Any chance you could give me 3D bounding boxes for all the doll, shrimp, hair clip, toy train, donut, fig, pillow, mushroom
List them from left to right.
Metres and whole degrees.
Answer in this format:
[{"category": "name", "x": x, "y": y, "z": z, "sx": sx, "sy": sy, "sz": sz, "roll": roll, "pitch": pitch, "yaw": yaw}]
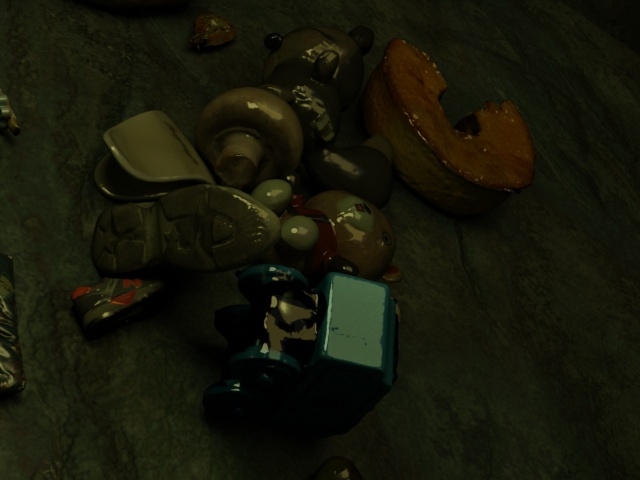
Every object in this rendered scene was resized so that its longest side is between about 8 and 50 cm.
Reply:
[{"category": "pillow", "x": -0.504, "y": 0.100, "z": 1.509, "sx": 0.188, "sy": 0.034, "sz": 0.256, "roll": 13, "pitch": 45, "yaw": -33}, {"category": "hair clip", "x": -0.546, "y": -0.256, "z": 1.817, "sx": 0.056, "sy": 0.062, "sz": 0.214, "roll": -4, "pitch": 54, "yaw": -31}, {"category": "hair clip", "x": -0.276, "y": -0.140, "z": 1.894, "sx": 0.282, "sy": 0.113, "sz": 0.173, "roll": -13, "pitch": 62, "yaw": -49}, {"category": "shrimp", "x": -0.232, "y": -0.432, "z": 2.298, "sx": 0.091, "sy": 0.043, "sz": 0.184, "roll": 32, "pitch": 30, "yaw": 0}, {"category": "mushroom", "x": -0.134, "y": -0.166, "z": 1.976, "sx": 0.204, "sy": 0.204, "sz": 0.204, "roll": 24, "pitch": 40, "yaw": -22}, {"category": "toy train", "x": -0.028, "y": 0.173, "z": 1.649, "sx": 0.265, "sy": 0.300, "sz": 0.188, "roll": 13, "pitch": 58, "yaw": -14}, {"category": "doll", "x": 0.000, "y": 0.000, "z": 1.953, "sx": 0.329, "sy": 0.174, "sz": 0.235, "roll": 1, "pitch": 41, "yaw": -46}, {"category": "doll", "x": 0.005, "y": -0.253, "z": 2.228, "sx": 0.379, "sy": 0.252, "sz": 0.382, "roll": 64, "pitch": 33, "yaw": -24}, {"category": "fig", "x": 0.021, "y": 0.371, "z": 1.678, "sx": 0.088, "sy": 0.074, "sz": 0.074, "roll": -31, "pitch": 75, "yaw": -30}, {"category": "donut", "x": 0.269, "y": -0.225, "z": 2.436, "sx": 0.435, "sy": 0.163, "sz": 0.378, "roll": 29, "pitch": 39, "yaw": -19}]

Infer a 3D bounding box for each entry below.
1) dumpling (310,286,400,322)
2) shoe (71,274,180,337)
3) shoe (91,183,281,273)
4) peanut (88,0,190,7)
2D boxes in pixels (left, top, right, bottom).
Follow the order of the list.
[{"category": "dumpling", "x": 0.052, "y": 0.134, "z": 1.908, "sx": 0.166, "sy": 0.126, "sz": 0.216, "roll": 24, "pitch": 40, "yaw": 4}, {"category": "shoe", "x": -0.297, "y": 0.082, "z": 1.688, "sx": 0.077, "sy": 0.074, "sz": 0.194, "roll": 47, "pitch": 38, "yaw": 16}, {"category": "shoe", "x": -0.173, "y": -0.015, "z": 1.716, "sx": 0.210, "sy": 0.342, "sz": 0.132, "roll": -3, "pitch": 88, "yaw": -54}, {"category": "peanut", "x": -0.367, "y": -0.559, "z": 2.195, "sx": 0.387, "sy": 0.169, "sz": 0.192, "roll": -17, "pitch": 59, "yaw": -49}]
